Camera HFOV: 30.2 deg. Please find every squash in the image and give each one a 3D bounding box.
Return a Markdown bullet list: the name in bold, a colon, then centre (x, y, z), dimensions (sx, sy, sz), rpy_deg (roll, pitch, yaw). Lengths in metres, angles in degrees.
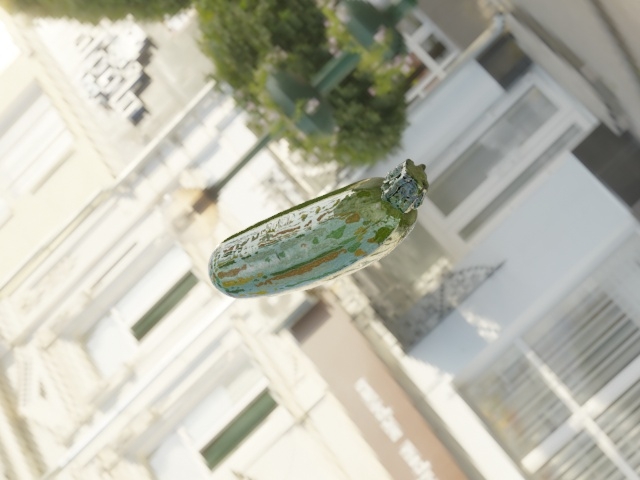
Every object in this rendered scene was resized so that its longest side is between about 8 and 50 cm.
- **squash**: centre (0.000, 0.000, 0.916), dimensions (0.066, 0.252, 0.066), rpy_deg (16, -114, -38)
